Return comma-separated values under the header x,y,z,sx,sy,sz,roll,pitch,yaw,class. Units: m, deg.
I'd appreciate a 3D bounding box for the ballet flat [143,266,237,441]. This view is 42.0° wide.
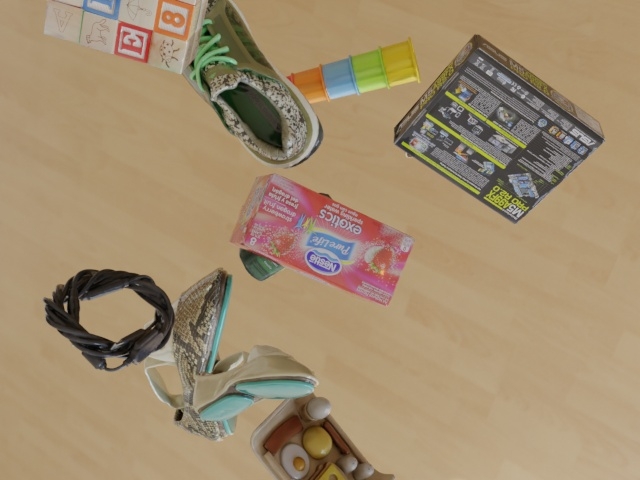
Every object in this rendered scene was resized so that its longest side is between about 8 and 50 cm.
x,y,z,sx,sy,sz,roll,pitch,yaw,class
-0.259,0.237,1.632,0.182,0.164,0.483,6,136,1,ballet flat

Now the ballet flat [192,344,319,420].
x,y,z,sx,sy,sz,roll,pitch,yaw,class
-0.094,0.182,1.125,0.248,0.086,0.086,-26,93,43,ballet flat

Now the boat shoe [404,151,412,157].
x,y,z,sx,sy,sz,roll,pitch,yaw,class
0.210,-0.203,1.634,0.170,0.063,0.059,154,110,-69,boat shoe

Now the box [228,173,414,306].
x,y,z,sx,sy,sz,roll,pitch,yaw,class
0.000,0.000,1.321,0.256,0.128,0.123,24,84,-16,box

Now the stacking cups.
x,y,z,sx,sy,sz,roll,pitch,yaw,class
0.043,-0.323,1.699,0.316,0.096,0.096,-15,101,11,stacking cups

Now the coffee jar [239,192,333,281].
x,y,z,sx,sy,sz,roll,pitch,yaw,class
-0.049,-0.007,1.461,0.184,0.096,0.079,-29,118,21,coffee jar

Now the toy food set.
x,y,z,sx,sy,sz,roll,pitch,yaw,class
0.012,0.461,1.787,0.306,0.219,0.092,52,135,-1,toy food set

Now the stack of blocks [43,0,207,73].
x,y,z,sx,sy,sz,roll,pitch,yaw,class
-0.203,-0.364,0.956,0.171,0.087,0.297,17,117,-3,stack of blocks

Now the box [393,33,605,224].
x,y,z,sx,sy,sz,roll,pitch,yaw,class
0.290,-0.176,1.369,0.270,0.060,0.216,31,125,-15,box

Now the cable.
x,y,z,sx,sy,sz,roll,pitch,yaw,class
-0.266,0.094,1.066,0.150,0.184,0.047,30,118,6,cable

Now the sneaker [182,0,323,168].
x,y,z,sx,sy,sz,roll,pitch,yaw,class
-0.154,-0.275,1.307,0.410,0.182,0.158,44,100,-8,sneaker
